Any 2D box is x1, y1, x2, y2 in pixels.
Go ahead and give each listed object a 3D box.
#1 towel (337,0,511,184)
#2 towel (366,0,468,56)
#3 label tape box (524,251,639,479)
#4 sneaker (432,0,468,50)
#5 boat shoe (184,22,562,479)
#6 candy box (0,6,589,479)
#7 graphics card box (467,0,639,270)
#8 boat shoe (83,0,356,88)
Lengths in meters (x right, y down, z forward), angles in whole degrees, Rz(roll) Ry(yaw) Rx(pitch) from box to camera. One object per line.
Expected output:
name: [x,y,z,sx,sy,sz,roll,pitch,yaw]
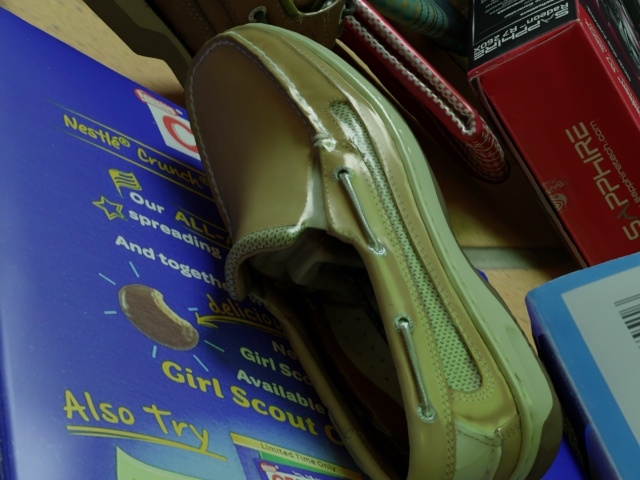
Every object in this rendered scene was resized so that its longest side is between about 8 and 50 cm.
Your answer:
towel: [0.046,-0.118,1.107,0.199,0.031,0.275,45,5,9]
towel: [-0.052,-0.276,1.321,0.370,0.040,0.271,21,26,-44]
label tape box: [0.192,0.197,0.679,0.240,0.106,0.333,-110,-179,-52]
sneaker: [0.171,-0.191,1.502,0.222,0.083,0.118,-45,114,-53]
boat shoe: [0.000,0.000,0.516,0.072,0.068,0.190,-1,45,-44]
candy box: [-0.024,0.091,0.548,0.268,0.122,0.317,27,26,-30]
graphics card box: [0.203,-0.133,1.280,0.233,0.094,0.371,55,20,-23]
boat shoe: [-0.029,-0.121,0.891,0.307,0.104,0.110,37,29,-57]
